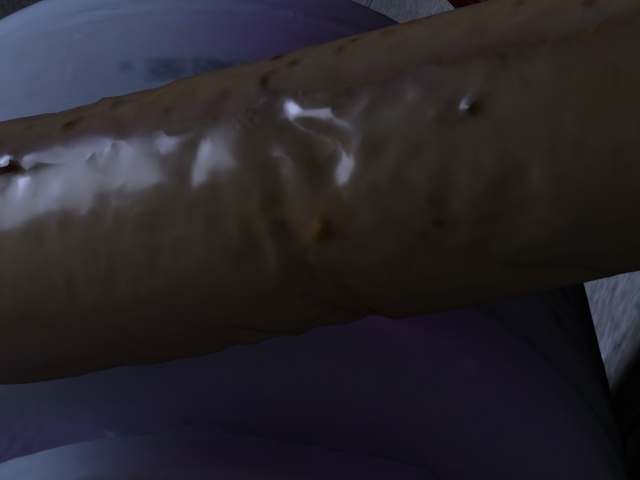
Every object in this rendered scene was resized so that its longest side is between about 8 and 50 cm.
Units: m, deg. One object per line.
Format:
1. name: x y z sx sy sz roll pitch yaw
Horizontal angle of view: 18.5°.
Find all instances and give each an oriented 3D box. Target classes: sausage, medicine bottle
1. sausage: 0.032 -0.020 0.389 0.301 0.066 0.066 -15 35 23
2. medicine bottle: -0.035 0.100 0.554 0.325 0.256 0.256 -94 25 -54

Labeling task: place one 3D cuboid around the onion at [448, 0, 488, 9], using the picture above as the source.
1. onion: 0.102 -0.195 0.472 0.314 0.232 0.314 -61 2 4
